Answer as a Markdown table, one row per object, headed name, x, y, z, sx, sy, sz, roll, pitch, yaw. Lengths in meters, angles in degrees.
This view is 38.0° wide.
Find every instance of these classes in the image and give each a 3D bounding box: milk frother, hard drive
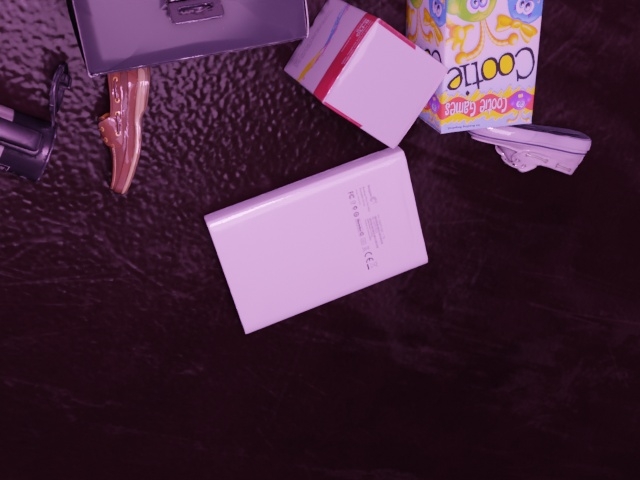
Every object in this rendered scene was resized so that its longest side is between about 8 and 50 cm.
| name | x | y | z | sx | sy | sz | roll | pitch | yaw |
| --- | --- | --- | --- | --- | --- | --- | --- | --- | --- |
| milk frother | -0.394 | -0.166 | 1.164 | 0.135 | 0.129 | 0.143 | 19 | 65 | -27 |
| hard drive | 0.000 | 0.000 | 1.404 | 0.308 | 0.040 | 0.203 | -21 | 120 | -8 |

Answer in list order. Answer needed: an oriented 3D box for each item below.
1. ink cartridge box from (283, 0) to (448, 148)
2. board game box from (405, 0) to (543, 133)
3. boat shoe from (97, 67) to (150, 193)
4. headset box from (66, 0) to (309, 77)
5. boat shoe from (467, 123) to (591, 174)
| name | x | y | z | sx | sy | sz | roll | pitch | yaw |
| --- | --- | --- | --- | --- | --- | --- | --- | --- | --- |
| ink cartridge box | 0.055 | -0.227 | 1.233 | 0.128 | 0.176 | 0.127 | 28 | 101 | -29 |
| board game box | 0.206 | -0.303 | 1.265 | 0.144 | 0.142 | 0.275 | -8 | 118 | -15 |
| boat shoe | -0.265 | -0.150 | 1.228 | 0.060 | 0.064 | 0.178 | 6 | 107 | -16 |
| headset box | -0.165 | -0.300 | 1.057 | 0.246 | 0.283 | 0.131 | -13 | 118 | -14 |
| boat shoe | 0.315 | -0.139 | 1.419 | 0.226 | 0.083 | 0.075 | 7 | 111 | -23 |
